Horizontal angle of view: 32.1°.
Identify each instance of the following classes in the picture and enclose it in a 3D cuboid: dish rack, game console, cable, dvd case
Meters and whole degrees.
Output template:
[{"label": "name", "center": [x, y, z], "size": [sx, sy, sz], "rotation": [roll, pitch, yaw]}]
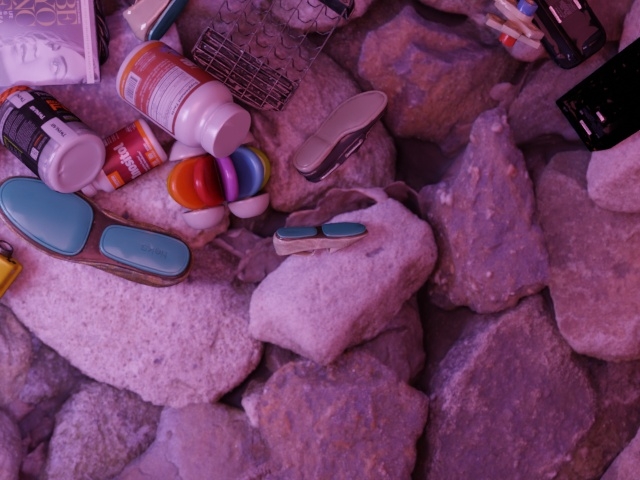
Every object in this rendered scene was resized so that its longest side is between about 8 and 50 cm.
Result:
[{"label": "dish rack", "center": [-0.083, -0.362, 1.903], "size": [0.208, 0.074, 0.271], "rotation": [32, 86, -7]}, {"label": "game console", "center": [0.482, -0.352, 1.995], "size": [0.213, 0.044, 0.361], "rotation": [-37, 98, -5]}, {"label": "cable", "center": [-0.436, -0.355, 1.880], "size": [0.151, 0.047, 0.184], "rotation": [-15, 96, -6]}, {"label": "dvd case", "center": [-0.482, -0.340, 1.855], "size": [0.221, 0.018, 0.164], "rotation": [-2, 100, 0]}]

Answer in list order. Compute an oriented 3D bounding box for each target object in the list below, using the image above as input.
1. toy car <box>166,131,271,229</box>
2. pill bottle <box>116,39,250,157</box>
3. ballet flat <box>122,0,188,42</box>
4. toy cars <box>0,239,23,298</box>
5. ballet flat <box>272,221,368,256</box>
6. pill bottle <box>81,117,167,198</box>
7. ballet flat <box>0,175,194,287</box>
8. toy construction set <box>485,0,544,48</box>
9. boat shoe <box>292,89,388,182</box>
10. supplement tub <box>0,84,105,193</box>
[{"label": "toy car", "center": [-0.171, -0.107, 1.884], "size": [0.182, 0.136, 0.159], "rotation": [-14, 95, -6]}, {"label": "pill bottle", "center": [-0.223, -0.230, 1.837], "size": [0.216, 0.121, 0.121], "rotation": [36, 89, 21]}, {"label": "ballet flat", "center": [-0.238, -0.445, 1.887], "size": [0.086, 0.086, 0.248], "rotation": [44, 89, -8]}, {"label": "toy cars", "center": [-0.613, -0.084, 1.836], "size": [0.177, 0.087, 0.393], "rotation": [-9, 95, 13]}, {"label": "ballet flat", "center": [0.000, 0.000, 1.962], "size": [0.168, 0.057, 0.052], "rotation": [-2, 122, -3]}, {"label": "pill bottle", "center": [-0.344, -0.136, 1.887], "size": [0.152, 0.086, 0.086], "rotation": [-31, 97, -3]}, {"label": "ballet flat", "center": [-0.385, -0.005, 1.876], "size": [0.349, 0.123, 0.123], "rotation": [21, 91, -11]}, {"label": "toy construction set", "center": [0.347, -0.497, 1.879], "size": [0.215, 0.151, 0.327], "rotation": [14, 111, -24]}, {"label": "boat shoe", "center": [0.041, -0.182, 1.954], "size": [0.206, 0.075, 0.065], "rotation": [-42, 141, -8]}, {"label": "supplement tub", "center": [-0.449, -0.170, 1.821], "size": [0.190, 0.117, 0.117], "rotation": [38, 88, 29]}]
